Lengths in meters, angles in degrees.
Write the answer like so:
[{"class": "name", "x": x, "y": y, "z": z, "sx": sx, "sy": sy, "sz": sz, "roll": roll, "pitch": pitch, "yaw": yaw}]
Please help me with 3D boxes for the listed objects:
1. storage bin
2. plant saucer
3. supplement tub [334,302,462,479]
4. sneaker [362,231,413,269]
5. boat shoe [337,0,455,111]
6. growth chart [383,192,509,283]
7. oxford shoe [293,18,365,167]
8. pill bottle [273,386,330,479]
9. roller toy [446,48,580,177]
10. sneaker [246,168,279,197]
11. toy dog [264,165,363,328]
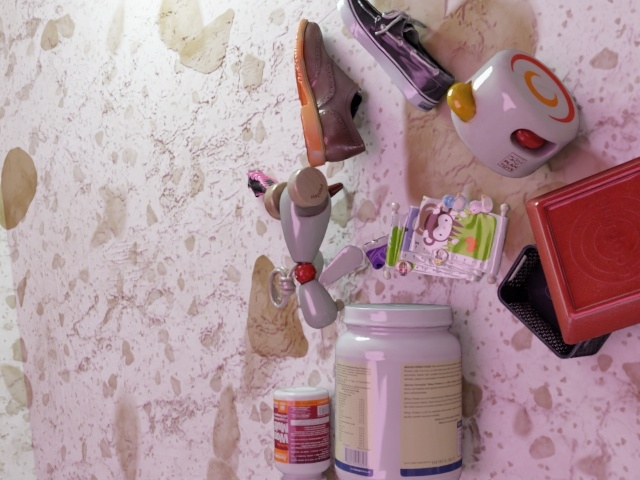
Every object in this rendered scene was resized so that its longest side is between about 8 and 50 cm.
[{"class": "storage bin", "x": 0.400, "y": 0.099, "z": 1.544, "sx": 0.180, "sy": 0.084, "sz": 0.122, "roll": 47, "pitch": 121, "yaw": 35}, {"class": "plant saucer", "x": 0.460, "y": 0.001, "z": 1.432, "sx": 0.259, "sy": 0.048, "sz": 0.258, "roll": -23, "pitch": 64, "yaw": 27}, {"class": "supplement tub", "x": 0.143, "y": 0.282, "z": 1.703, "sx": 0.235, "sy": 0.235, "sz": 0.324, "roll": -1, "pitch": 89, "yaw": 47}, {"class": "sneaker", "x": 0.157, "y": 0.015, "z": 1.831, "sx": 0.170, "sy": 0.068, "sz": 0.071, "roll": -26, "pitch": 86, "yaw": 52}, {"class": "boat shoe", "x": 0.148, "y": -0.392, "z": 1.797, "sx": 0.105, "sy": 0.113, "sz": 0.306, "roll": -47, "pitch": 60, "yaw": 28}, {"class": "growth chart", "x": 0.231, "y": -0.004, "z": 1.718, "sx": 0.237, "sy": 0.021, "sz": 0.172, "roll": 4, "pitch": 97, "yaw": 24}, {"class": "oxford shoe", "x": 0.018, "y": -0.317, "z": 1.951, "sx": 0.130, "sy": 0.133, "sz": 0.363, "roll": 81, "pitch": -179, "yaw": -65}, {"class": "pill bottle", "x": -0.039, "y": 0.429, "z": 1.976, "sx": 0.121, "sy": 0.121, "sz": 0.221, "roll": -3, "pitch": 87, "yaw": 46}, {"class": "roller toy", "x": 0.320, "y": -0.207, "z": 1.550, "sx": 0.191, "sy": 0.209, "sz": 0.146, "roll": 53, "pitch": 129, "yaw": 8}, {"class": "sneaker", "x": -0.135, "y": -0.122, "z": 2.144, "sx": 0.119, "sy": 0.047, "sz": 0.057, "roll": 38, "pitch": 123, "yaw": 48}, {"class": "toy dog", "x": 0.000, "y": 0.000, "z": 1.938, "sx": 0.220, "sy": 0.161, "sz": 0.333, "roll": 23, "pitch": 120, "yaw": 55}]
